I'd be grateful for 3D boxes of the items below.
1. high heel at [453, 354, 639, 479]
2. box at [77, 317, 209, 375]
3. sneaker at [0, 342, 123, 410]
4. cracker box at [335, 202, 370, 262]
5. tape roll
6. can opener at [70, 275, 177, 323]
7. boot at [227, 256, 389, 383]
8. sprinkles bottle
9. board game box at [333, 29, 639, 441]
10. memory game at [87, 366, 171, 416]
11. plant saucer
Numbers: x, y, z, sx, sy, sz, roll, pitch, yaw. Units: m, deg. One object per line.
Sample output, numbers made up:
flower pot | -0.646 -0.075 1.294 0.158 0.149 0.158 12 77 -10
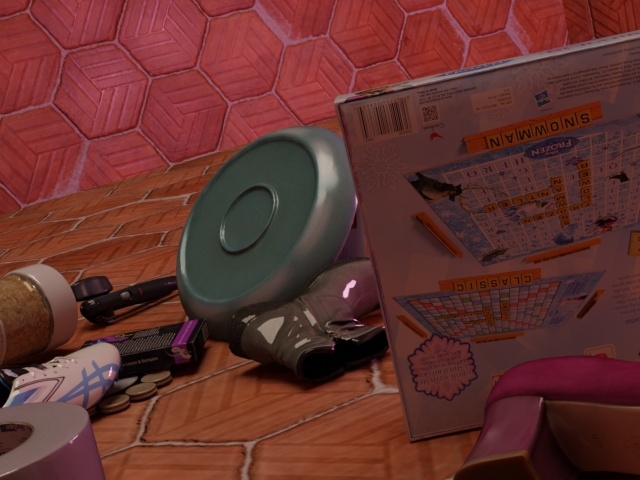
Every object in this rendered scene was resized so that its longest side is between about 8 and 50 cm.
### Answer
high heel | 0.281 0.113 0.901 0.377 0.127 0.181 -9 22 34
box | -0.224 0.136 1.540 0.162 0.029 0.116 -10 11 5
sneaker | -0.312 0.164 1.376 0.085 0.086 0.237 -1 21 40
cracker box | 0.000 0.000 1.670 0.067 0.156 0.232 -3 2 -44
tape roll | -0.316 0.225 1.170 0.219 0.072 0.219 -13 12 3
can opener | -0.284 0.080 1.869 0.186 0.073 0.059 -11 -1 -41
boot | 0.028 0.099 1.443 0.246 0.083 0.161 -24 26 -37
sprinkles bottle | -0.478 0.131 1.605 0.121 0.121 0.355 -4 12 37
board game box | 0.200 -0.006 1.111 0.318 0.318 0.066 -11 11 5
memory game | -0.266 0.179 1.486 0.186 0.012 0.186 -13 12 3
plant saucer | -0.085 -0.021 1.638 0.317 0.317 0.043 0 -27 48
